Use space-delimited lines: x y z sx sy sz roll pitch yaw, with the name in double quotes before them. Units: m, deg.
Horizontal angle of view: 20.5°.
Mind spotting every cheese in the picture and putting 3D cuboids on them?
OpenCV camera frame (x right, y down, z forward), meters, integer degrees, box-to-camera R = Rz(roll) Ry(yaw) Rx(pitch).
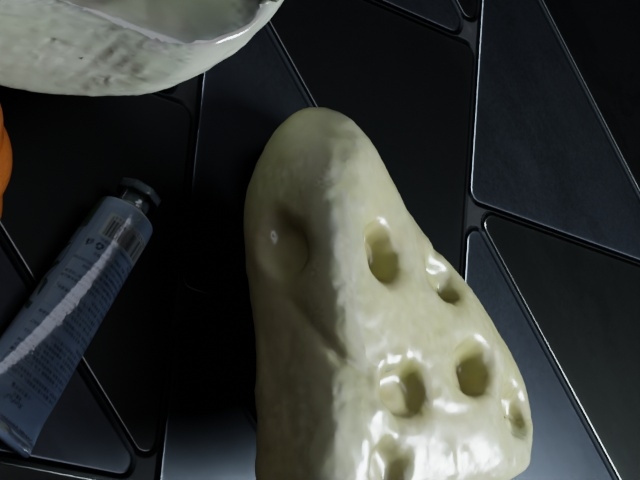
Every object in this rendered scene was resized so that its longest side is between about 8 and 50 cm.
"cheese" 0.069 0.074 1.561 0.328 0.130 0.351 12 70 -48

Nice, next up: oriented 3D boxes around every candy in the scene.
"candy" -0.225 -0.316 1.433 0.386 0.186 0.426 -6 75 -22

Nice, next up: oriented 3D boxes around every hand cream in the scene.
"hand cream" -0.211 0.055 1.480 0.088 0.055 0.256 48 56 -33

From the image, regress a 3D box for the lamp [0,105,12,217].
"lamp" -0.331 -0.049 1.300 0.223 0.196 0.223 -32 138 -33
